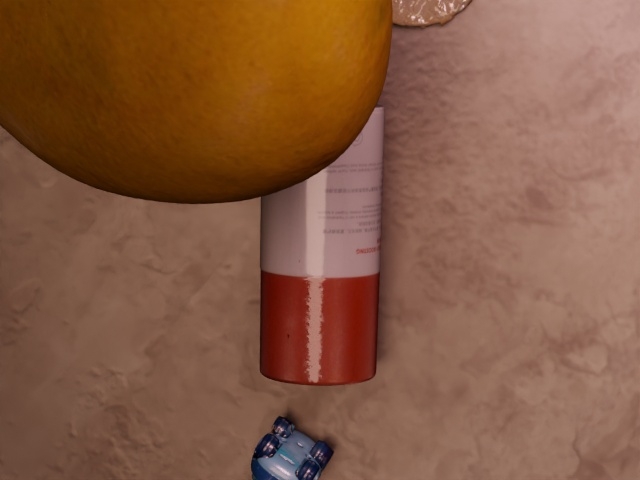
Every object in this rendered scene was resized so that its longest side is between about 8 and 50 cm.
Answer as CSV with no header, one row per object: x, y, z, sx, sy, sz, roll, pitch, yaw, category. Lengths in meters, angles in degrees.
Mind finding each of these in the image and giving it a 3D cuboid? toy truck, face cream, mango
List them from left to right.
-0.110,-0.170,1.264,0.446,0.232,0.300,7,118,53,mango
-0.037,0.195,1.450,0.056,0.073,0.090,34,115,6,toy truck
0.000,0.000,1.403,0.096,0.096,0.214,3,97,11,face cream

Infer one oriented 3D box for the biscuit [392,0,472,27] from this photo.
0.075,-0.225,1.404,0.120,0.015,0.120,1,96,11,biscuit
